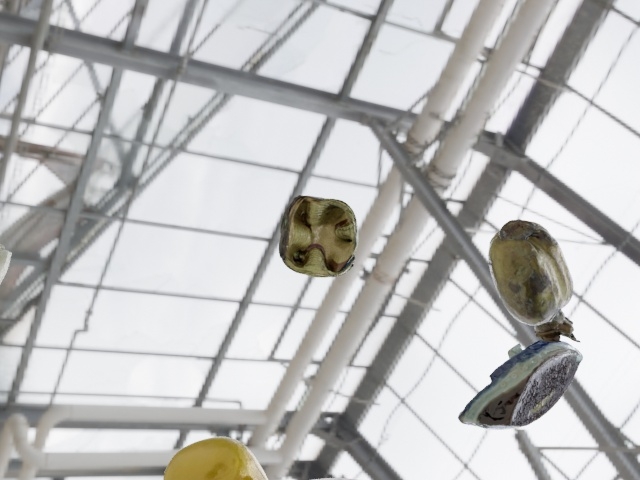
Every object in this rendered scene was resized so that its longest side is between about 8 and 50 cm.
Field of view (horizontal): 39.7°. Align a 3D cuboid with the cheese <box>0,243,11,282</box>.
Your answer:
[{"bbox_3d":[-0.374,-0.068,0.789,0.082,0.163,0.286,79,-3,-79],"label":"cheese"}]

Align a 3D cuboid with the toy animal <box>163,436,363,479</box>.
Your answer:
[{"bbox_3d":[-0.049,0.379,0.874,0.345,0.247,0.278,8,-64,25],"label":"toy animal"}]

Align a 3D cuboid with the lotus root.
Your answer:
[{"bbox_3d":[0.415,0.088,1.721,0.154,0.154,0.278,7,-50,60],"label":"lotus root"}]

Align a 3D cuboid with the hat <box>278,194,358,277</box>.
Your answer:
[{"bbox_3d":[-0.001,0.000,0.869,0.059,0.076,0.077,74,24,-78],"label":"hat"}]

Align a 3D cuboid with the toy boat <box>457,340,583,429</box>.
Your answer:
[{"bbox_3d":[0.341,0.245,1.533,0.115,0.262,0.114,13,-54,48],"label":"toy boat"}]
